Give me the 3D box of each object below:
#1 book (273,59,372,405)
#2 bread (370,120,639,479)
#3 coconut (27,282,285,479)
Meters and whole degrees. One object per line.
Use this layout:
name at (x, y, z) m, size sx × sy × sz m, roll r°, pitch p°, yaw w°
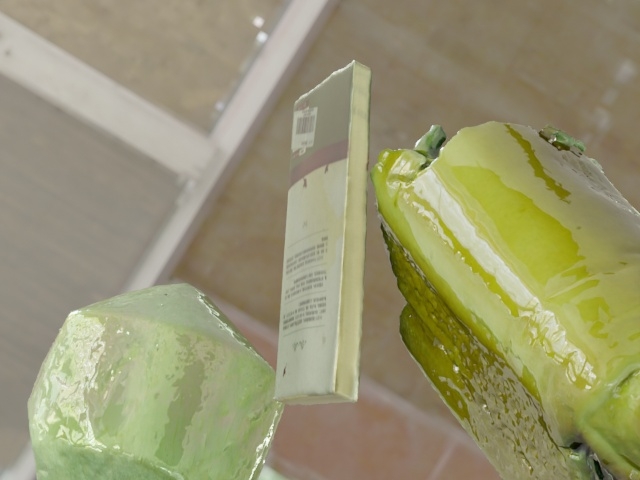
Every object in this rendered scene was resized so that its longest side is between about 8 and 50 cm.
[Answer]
book at (0.000, 0.000, 1.550) m, size 0.026 × 0.289 × 0.201 m, roll 5°, pitch -7°, yaw -17°
bread at (0.201, 0.075, 1.406) m, size 0.376 × 0.208 × 0.251 m, roll -122°, pitch -165°, yaw -48°
coconut at (-0.186, 0.198, 1.958) m, size 0.281 × 0.328 × 0.328 m, roll 6°, pitch -9°, yaw 26°
